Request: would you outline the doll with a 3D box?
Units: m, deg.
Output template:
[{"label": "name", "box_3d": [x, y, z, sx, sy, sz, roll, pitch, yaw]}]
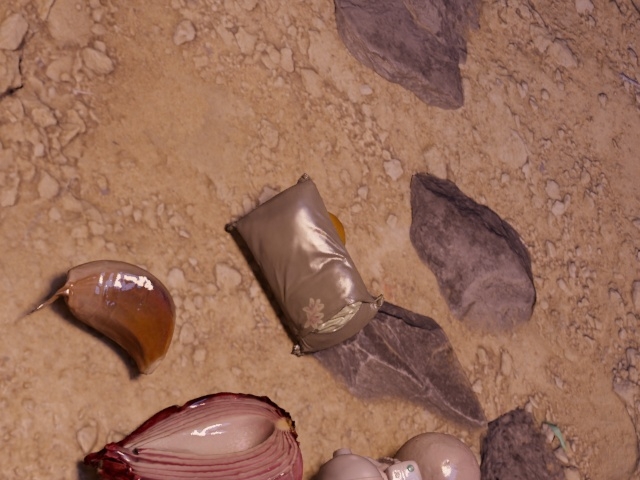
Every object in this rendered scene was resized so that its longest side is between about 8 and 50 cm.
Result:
[{"label": "doll", "box_3d": [0.109, 0.364, 1.863, 0.287, 0.151, 0.151, 2, 69, -38]}]

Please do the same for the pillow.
[{"label": "pillow", "box_3d": [-0.022, 0.042, 1.904, 0.169, 0.059, 0.255, -30, 91, -3]}]

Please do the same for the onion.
[{"label": "onion", "box_3d": [-0.166, 0.303, 1.643, 0.283, 0.227, 0.120, -4, 113, -10]}]

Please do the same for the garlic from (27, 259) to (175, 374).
[{"label": "garlic", "box_3d": [-0.284, 0.088, 1.684, 0.198, 0.090, 0.128, 34, 63, -31]}]

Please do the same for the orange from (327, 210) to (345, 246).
[{"label": "orange", "box_3d": [0.000, 0.000, 1.978, 0.085, 0.085, 0.095, 5, 73, -40]}]
